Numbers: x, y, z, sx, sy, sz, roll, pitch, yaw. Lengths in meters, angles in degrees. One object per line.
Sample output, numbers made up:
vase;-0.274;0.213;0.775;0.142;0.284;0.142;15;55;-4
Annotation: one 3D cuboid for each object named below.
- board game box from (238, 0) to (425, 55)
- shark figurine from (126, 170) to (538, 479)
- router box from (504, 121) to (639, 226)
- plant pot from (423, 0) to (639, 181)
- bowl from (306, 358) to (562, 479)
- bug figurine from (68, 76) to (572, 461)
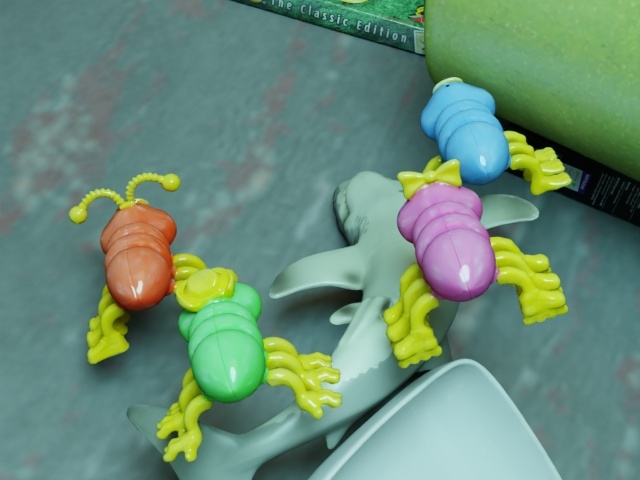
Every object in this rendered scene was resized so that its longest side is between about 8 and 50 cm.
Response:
board game box;-0.003;-0.210;1.040;0.260;0.030;0.136;16;56;4
shark figurine;0.032;0.069;0.808;0.166;0.116;0.278;-1;37;33
router box;0.208;-0.097;0.977;0.133;0.046;0.179;24;55;8
plant pot;0.206;-0.137;0.840;0.254;0.276;0.276;19;53;20
bowl;0.054;0.148;0.750;0.142;0.053;0.142;-40;104;-29
bug figurine;0.000;0.000;0.758;0.279;0.072;0.216;-21;30;-1
